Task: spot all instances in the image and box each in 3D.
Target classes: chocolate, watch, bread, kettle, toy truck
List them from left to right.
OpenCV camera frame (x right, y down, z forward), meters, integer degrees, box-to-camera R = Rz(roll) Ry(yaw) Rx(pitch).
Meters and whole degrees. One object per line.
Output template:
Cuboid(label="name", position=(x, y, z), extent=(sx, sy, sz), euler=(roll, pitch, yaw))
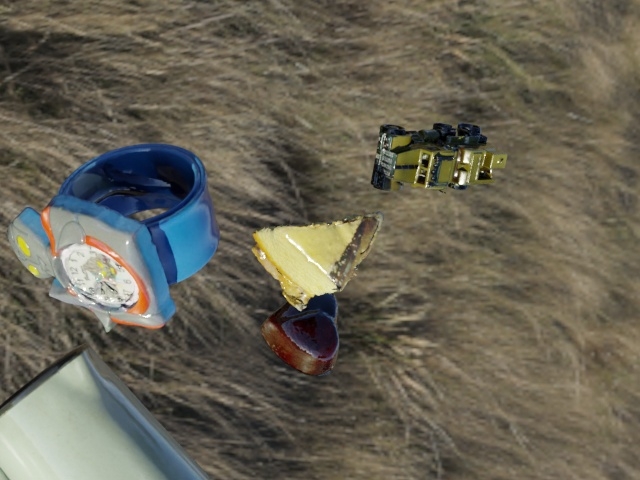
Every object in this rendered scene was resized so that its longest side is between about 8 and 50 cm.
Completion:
Cuboid(label="kettle", position=(-0.380, 0.398, 1.551), extent=(0.376, 0.361, 0.250), euler=(51, 33, -2))
Cuboid(label="watch", position=(-0.324, -0.027, 1.525), extent=(0.241, 0.305, 0.274), euler=(83, 29, -41))
Cuboid(label="chocolate", position=(-0.023, 0.122, 1.465), extent=(0.125, 0.080, 0.148), euler=(12, 57, -12))
Cuboid(label="bread", position=(0.000, 0.000, 1.260), extent=(0.152, 0.147, 0.127), euler=(-43, 100, -22))
Cuboid(label="toy truck", position=(0.218, -0.147, 1.793), extent=(0.257, 0.127, 0.127), euler=(-2, 113, -30))
